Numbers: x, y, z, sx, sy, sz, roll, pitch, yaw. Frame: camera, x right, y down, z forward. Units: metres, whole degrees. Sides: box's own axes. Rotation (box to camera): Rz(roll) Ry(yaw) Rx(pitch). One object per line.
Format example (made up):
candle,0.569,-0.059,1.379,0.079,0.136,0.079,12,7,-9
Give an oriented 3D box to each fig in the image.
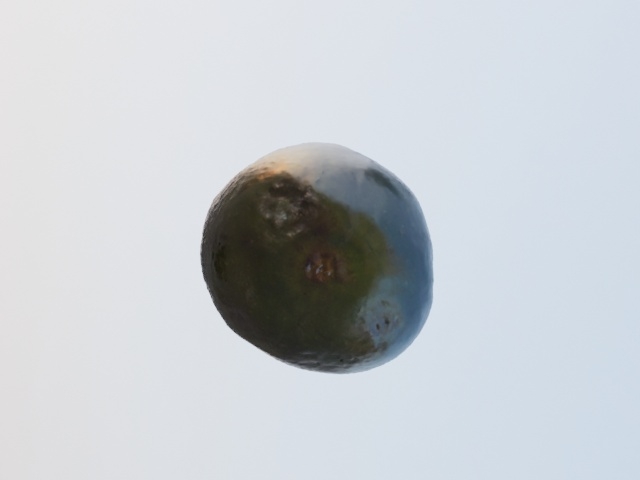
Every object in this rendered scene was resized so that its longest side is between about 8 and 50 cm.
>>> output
fig,0.000,0.000,0.958,0.177,0.117,0.117,-77,158,-77
